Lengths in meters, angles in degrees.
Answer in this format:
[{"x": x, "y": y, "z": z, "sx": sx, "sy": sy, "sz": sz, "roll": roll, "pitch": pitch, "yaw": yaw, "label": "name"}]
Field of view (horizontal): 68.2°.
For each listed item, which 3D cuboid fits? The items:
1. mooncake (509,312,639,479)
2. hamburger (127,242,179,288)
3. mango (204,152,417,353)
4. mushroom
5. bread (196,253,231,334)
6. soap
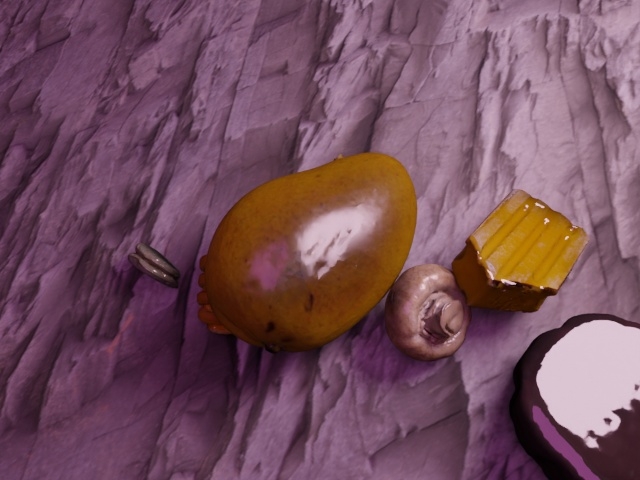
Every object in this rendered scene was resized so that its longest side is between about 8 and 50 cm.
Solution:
[{"x": 0.435, "y": 0.260, "z": 0.723, "sx": 0.283, "sy": 0.141, "sz": 0.283, "roll": -3, "pitch": 59, "yaw": 5, "label": "mooncake"}, {"x": -0.341, "y": 0.049, "z": 0.962, "sx": 0.121, "sy": 0.084, "sz": 0.054, "roll": 35, "pitch": 76, "yaw": 18, "label": "hamburger"}, {"x": 0.000, "y": 0.000, "z": 0.849, "sx": 0.301, "sy": 0.220, "sz": 0.445, "roll": 43, "pitch": 66, "yaw": 3, "label": "mango"}, {"x": 0.189, "y": 0.125, "z": 0.809, "sx": 0.127, "sy": 0.166, "sz": 0.166, "roll": 11, "pitch": 65, "yaw": 56, "label": "mushroom"}, {"x": -0.182, "y": 0.093, "z": 0.921, "sx": 0.119, "sy": 0.084, "sz": 0.177, "roll": -3, "pitch": 72, "yaw": 9, "label": "bread"}, {"x": 0.334, "y": 0.027, "z": 0.805, "sx": 0.160, "sy": 0.080, "sz": 0.257, "roll": 39, "pitch": 52, "yaw": 18, "label": "soap"}]
